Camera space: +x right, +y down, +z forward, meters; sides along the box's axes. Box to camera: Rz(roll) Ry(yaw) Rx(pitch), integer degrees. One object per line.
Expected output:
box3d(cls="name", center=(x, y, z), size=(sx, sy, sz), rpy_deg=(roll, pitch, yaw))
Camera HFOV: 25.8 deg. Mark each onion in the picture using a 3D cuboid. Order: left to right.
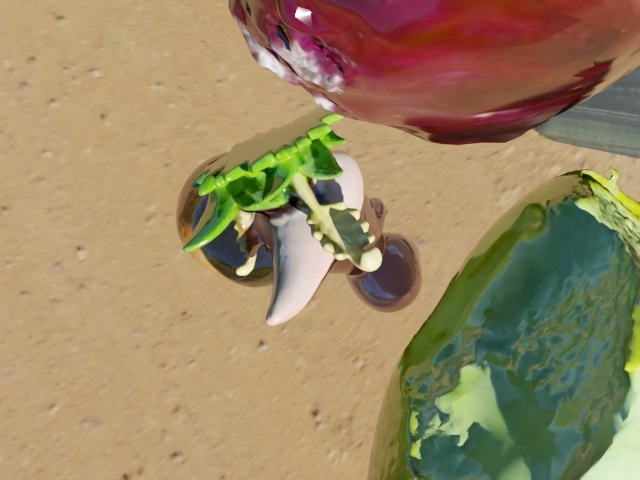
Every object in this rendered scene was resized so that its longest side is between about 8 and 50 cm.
box3d(cls="onion", center=(0.044, -0.148, 0.375), size=(0.219, 0.252, 0.252), rpy_deg=(27, 102, -1))

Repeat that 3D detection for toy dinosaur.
box3d(cls="toy dinosaur", center=(-0.006, 0.003, 1.044), size=(0.152, 0.194, 0.177), rpy_deg=(-24, 104, 21))

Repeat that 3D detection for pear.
box3d(cls="pear", center=(0.137, 0.111, 0.929), size=(0.176, 0.286, 0.282), rpy_deg=(35, 112, -32))

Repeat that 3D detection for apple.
box3d(cls="apple", center=(-0.063, -0.023, 1.207), size=(0.126, 0.126, 0.102), rpy_deg=(45, 123, 5))

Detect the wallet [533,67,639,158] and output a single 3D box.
box3d(cls="wallet", center=(0.308, -0.142, 1.182), size=(0.245, 0.052, 0.169), rpy_deg=(11, 80, 1))
